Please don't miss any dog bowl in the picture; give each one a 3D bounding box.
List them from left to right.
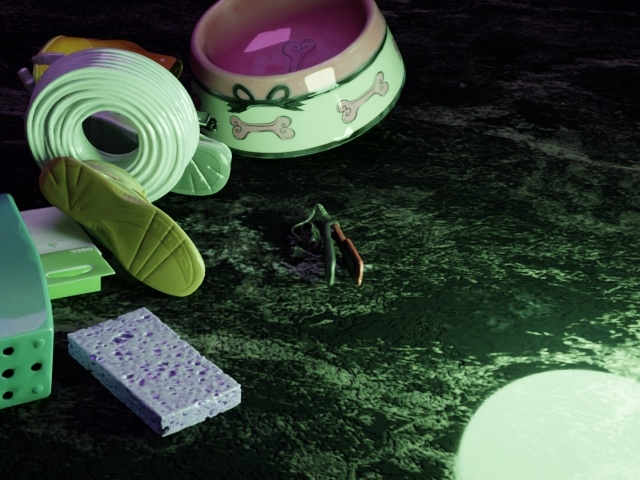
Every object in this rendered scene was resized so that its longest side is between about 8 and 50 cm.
[{"bbox_3d":[-0.056,-0.333,2.086,0.408,0.150,0.408,-7,43,6],"label":"dog bowl"}]

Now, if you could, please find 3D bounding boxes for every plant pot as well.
[{"bbox_3d":[-0.407,0.087,1.360,0.165,0.165,0.234,-11,40,-30],"label":"plant pot"}]

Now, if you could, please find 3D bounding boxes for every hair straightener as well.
[{"bbox_3d":[0.000,0.000,1.717,0.089,0.047,0.230,1,28,-11],"label":"hair straightener"}]

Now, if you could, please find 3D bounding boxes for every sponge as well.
[{"bbox_3d":[-0.203,0.155,1.397,0.117,0.031,0.210,-18,36,-38],"label":"sponge"}]

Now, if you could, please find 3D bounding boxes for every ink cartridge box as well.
[{"bbox_3d":[-0.366,0.030,1.569,0.109,0.062,0.209,-10,32,-29],"label":"ink cartridge box"}]

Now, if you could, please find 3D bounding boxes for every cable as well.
[{"bbox_3d":[-0.316,-0.168,1.748,0.257,0.257,0.089,-8,31,10],"label":"cable"}]

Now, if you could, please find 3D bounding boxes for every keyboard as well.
[{"bbox_3d":[-0.278,-0.213,1.977,0.201,0.033,0.317,9,3,-33],"label":"keyboard"}]

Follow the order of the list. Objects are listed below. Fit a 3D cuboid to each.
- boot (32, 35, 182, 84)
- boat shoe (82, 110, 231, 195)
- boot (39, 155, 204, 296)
[{"bbox_3d":[-0.394,-0.326,2.192,0.211,0.104,0.295,13,23,12],"label":"boot"},{"bbox_3d":[-0.304,-0.151,1.880,0.320,0.118,0.103,9,21,-4],"label":"boat shoe"},{"bbox_3d":[-0.267,-0.026,1.648,0.262,0.095,0.203,36,3,-2],"label":"boot"}]
